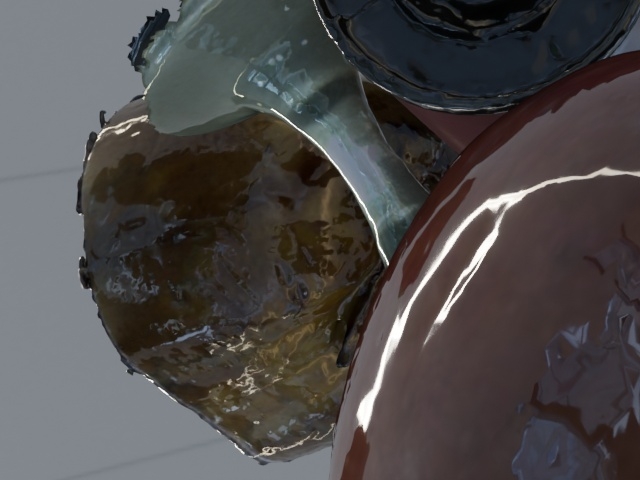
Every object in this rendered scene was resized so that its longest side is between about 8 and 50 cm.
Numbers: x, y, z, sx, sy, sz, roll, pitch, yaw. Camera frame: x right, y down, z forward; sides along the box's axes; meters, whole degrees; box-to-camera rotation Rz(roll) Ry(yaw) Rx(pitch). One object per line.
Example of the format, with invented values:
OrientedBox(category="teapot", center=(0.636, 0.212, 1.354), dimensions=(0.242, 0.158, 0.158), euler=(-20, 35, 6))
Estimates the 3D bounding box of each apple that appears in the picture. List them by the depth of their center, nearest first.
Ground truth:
OrientedBox(category="apple", center=(0.141, 0.091, 0.431), dimensions=(0.306, 0.306, 0.235), euler=(22, -96, -29))

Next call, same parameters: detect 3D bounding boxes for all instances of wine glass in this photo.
OrientedBox(category="wine glass", center=(0.063, 0.024, 0.703), dimensions=(0.143, 0.143, 0.321), euler=(-21, -113, -35))

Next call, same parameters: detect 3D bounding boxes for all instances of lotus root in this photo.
OrientedBox(category="lotus root", center=(0.000, 0.000, 1.165), dimensions=(0.272, 0.192, 0.272), euler=(24, -122, -46))

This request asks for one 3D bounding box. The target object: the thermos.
OrientedBox(category="thermos", center=(0.107, -0.074, 0.709), dimensions=(0.136, 0.330, 0.109), euler=(-46, -110, 6))
